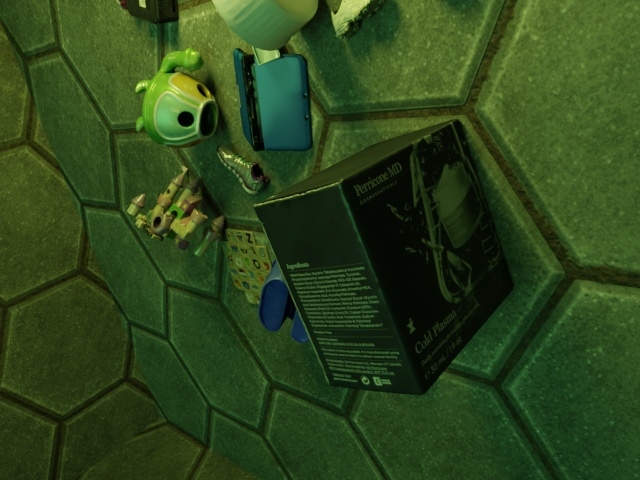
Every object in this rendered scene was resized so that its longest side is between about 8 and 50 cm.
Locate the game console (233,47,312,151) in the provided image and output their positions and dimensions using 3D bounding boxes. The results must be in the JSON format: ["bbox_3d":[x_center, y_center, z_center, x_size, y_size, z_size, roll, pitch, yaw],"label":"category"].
[{"bbox_3d":[-0.152,-0.438,1.650,0.250,0.174,0.293,-125,28,-57],"label":"game console"}]

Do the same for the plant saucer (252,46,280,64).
[{"bbox_3d":[-0.172,-0.590,1.516,0.018,0.067,0.191,46,-156,-77],"label":"plant saucer"}]

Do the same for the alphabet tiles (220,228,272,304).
[{"bbox_3d":[-0.284,0.115,2.147,0.285,0.011,0.342,6,118,43],"label":"alphabet tiles"}]

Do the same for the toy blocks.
[{"bbox_3d":[-0.547,-0.134,2.077,0.289,0.309,0.260,37,94,34],"label":"toy blocks"}]

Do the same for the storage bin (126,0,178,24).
[{"bbox_3d":[-0.570,-0.811,1.791,0.180,0.084,0.122,30,132,31],"label":"storage bin"}]

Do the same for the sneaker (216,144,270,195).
[{"bbox_3d":[-0.263,-0.265,1.852,0.098,0.083,0.223,-42,86,29],"label":"sneaker"}]

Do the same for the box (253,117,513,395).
[{"bbox_3d":[0.173,0.024,1.263,0.298,0.480,0.471,-11,106,46],"label":"box"}]

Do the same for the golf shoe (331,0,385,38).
[{"bbox_3d":[0.084,-0.572,1.298,0.176,0.069,0.086,-25,89,49],"label":"golf shoe"}]

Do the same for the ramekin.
[{"bbox_3d":[-0.133,-0.633,1.325,0.135,0.277,0.277,-19,100,41],"label":"ramekin"}]

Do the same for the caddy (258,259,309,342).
[{"bbox_3d":[-0.080,0.191,1.866,0.241,0.179,0.341,21,131,7],"label":"caddy"}]

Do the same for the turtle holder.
[{"bbox_3d":[-0.465,-0.471,1.822,0.228,0.243,0.320,19,88,19],"label":"turtle holder"}]

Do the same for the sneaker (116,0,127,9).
[{"bbox_3d":[-0.681,-0.930,1.826,0.111,0.103,0.252,30,126,35],"label":"sneaker"}]
